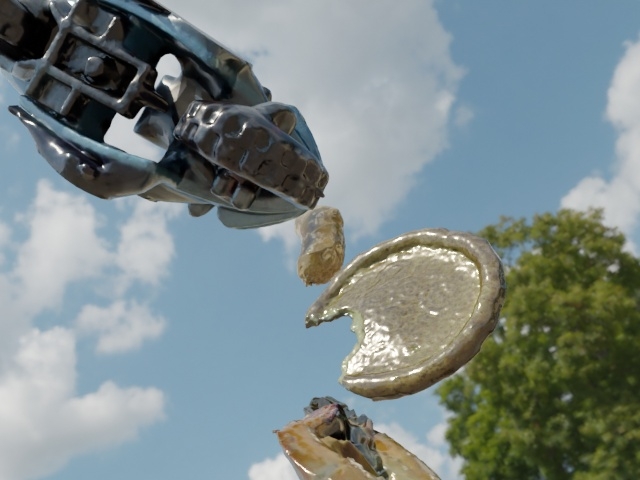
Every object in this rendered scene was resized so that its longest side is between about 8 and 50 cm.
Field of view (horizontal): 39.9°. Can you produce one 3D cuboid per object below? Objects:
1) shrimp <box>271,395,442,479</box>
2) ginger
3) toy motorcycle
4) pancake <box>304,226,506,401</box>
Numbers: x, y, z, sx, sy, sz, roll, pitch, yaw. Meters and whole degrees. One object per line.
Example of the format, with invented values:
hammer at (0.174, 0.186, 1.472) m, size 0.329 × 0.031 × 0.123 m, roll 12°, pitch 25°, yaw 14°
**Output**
shrimp at (0.018, 0.151, 0.577) m, size 0.152 × 0.287 × 0.063 m, roll 34°, pitch -91°, yaw -24°
ginger at (-0.002, 0.000, 1.407) m, size 0.095 × 0.190 × 0.069 m, roll -21°, pitch -51°, yaw 18°
toy motorcycle at (-0.156, -0.119, 0.795) m, size 0.172 × 0.416 × 0.232 m, roll -62°, pitch -20°, yaw -1°
pancake at (0.094, 0.082, 1.081) m, size 0.286 × 0.288 × 0.033 m, roll -10°, pitch -54°, yaw 33°
